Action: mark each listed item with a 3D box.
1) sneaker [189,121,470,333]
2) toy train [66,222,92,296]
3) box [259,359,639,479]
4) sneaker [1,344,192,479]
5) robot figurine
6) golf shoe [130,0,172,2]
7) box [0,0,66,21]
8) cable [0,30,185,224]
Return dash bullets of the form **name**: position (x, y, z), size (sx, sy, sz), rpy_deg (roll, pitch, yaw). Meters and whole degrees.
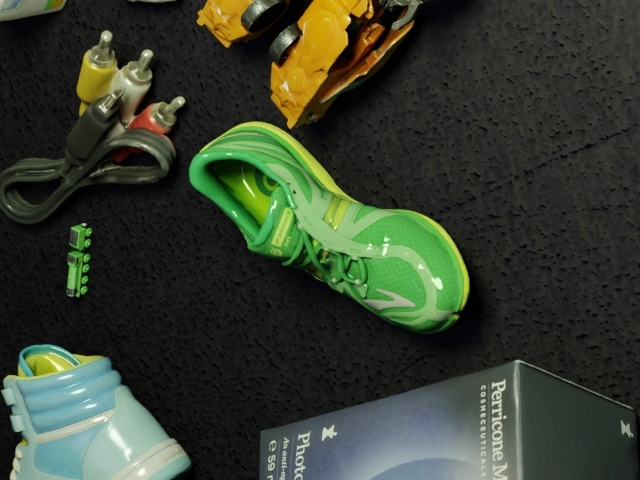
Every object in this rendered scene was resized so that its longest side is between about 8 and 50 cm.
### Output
- **sneaker**: position (0.000, 0.000, 1.538), size (0.295, 0.123, 0.109), rpy_deg (32, 120, 24)
- **toy train**: position (-0.253, 0.022, 1.799), size (0.017, 0.024, 0.083), rpy_deg (22, 115, 30)
- **box**: position (0.104, 0.285, 1.437), size (0.294, 0.183, 0.296), rpy_deg (-20, 59, 38)
- **sneaker**: position (-0.295, 0.231, 1.835), size (0.319, 0.127, 0.208), rpy_deg (-36, 83, 29)
- **robot figurine**: position (0.016, -0.247, 1.476), size (0.211, 0.085, 0.291), rpy_deg (49, 127, 14)
- **golf shoe**: position (-0.152, -0.306, 1.610), size (0.086, 0.069, 0.176), rpy_deg (15, 117, 11)
- **box**: position (-0.280, -0.326, 1.661), size (0.114, 0.103, 0.203), rpy_deg (45, 126, 17)
- **cable**: position (-0.227, -0.087, 1.746), size (0.139, 0.072, 0.287), rpy_deg (44, 140, -3)
